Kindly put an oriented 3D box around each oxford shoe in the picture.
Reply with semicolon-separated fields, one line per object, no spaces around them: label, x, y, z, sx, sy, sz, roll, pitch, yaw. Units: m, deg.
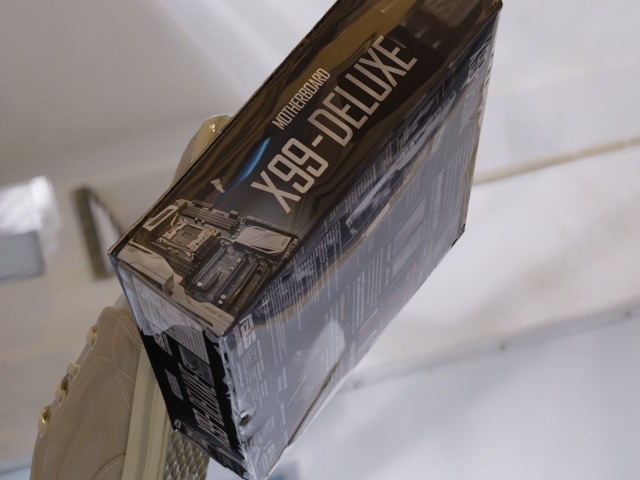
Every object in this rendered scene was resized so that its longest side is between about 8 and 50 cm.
oxford shoe;-0.144;0.117;1.177;0.169;0.130;0.449;-9;115;-72

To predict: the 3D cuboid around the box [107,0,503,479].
box;0.000;0.000;0.918;0.076;0.242;0.307;35;-18;15
